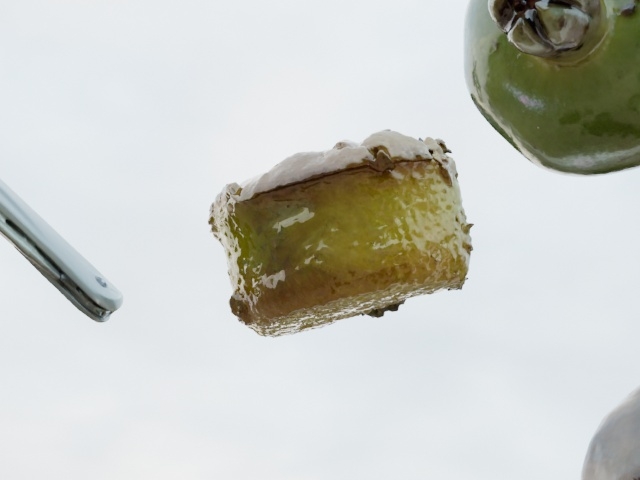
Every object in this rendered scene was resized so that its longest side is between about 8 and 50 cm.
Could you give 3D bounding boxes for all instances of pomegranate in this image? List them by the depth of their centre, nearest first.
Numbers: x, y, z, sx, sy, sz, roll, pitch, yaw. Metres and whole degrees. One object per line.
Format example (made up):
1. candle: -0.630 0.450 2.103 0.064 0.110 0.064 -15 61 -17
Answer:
1. pomegranate: 0.164 -0.126 1.006 0.210 0.179 0.179 -7 -21 -36

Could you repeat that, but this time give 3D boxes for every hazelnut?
1. hazelnut: 0.412 0.275 1.775 0.229 0.229 0.229 2 -30 1

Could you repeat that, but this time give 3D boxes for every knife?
1. knife: -0.291 -0.020 1.429 0.265 0.040 0.073 43 5 -5

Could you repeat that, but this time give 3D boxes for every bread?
1. bread: -0.004 -0.001 1.375 0.260 0.160 0.147 -14 -4 36
